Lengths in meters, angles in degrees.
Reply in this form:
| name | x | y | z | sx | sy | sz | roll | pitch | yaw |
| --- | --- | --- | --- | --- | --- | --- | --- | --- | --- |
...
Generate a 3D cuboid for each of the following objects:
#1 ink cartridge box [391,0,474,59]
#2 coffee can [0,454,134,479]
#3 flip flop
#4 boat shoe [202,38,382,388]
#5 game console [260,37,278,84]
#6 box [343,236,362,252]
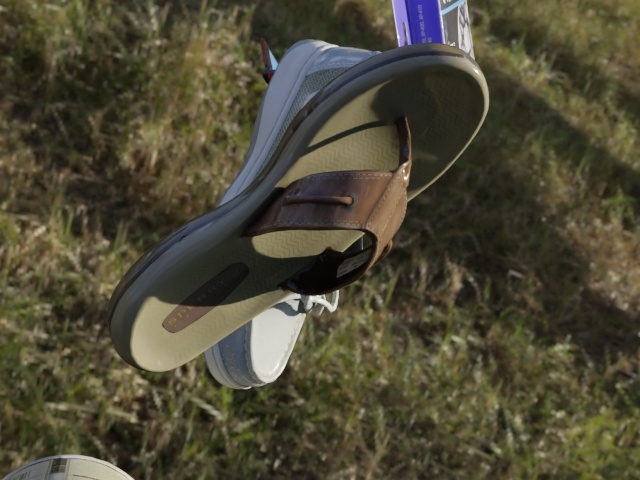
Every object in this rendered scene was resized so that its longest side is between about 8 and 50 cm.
| name | x | y | z | sx | sy | sz | roll | pitch | yaw |
| --- | --- | --- | --- | --- | --- | --- | --- | --- | --- |
| ink cartridge box | 0.136 | -0.244 | 1.208 | 0.045 | 0.206 | 0.208 | -3 | 19 | 22 |
| coffee can | -0.230 | 0.310 | 0.911 | 0.201 | 0.201 | 0.275 | 14 | -6 | -11 |
| flip flop | -0.006 | -0.006 | 0.615 | 0.080 | 0.277 | 0.112 | 52 | 0 | 43 |
| boat shoe | -0.016 | -0.022 | 0.895 | 0.103 | 0.320 | 0.118 | 12 | -13 | 32 |
| game console | -0.023 | -0.225 | 1.517 | 0.124 | 0.144 | 0.085 | 3 | 57 | 31 |
| box | 0.000 | 0.000 | 1.082 | 0.083 | 0.052 | 0.062 | -3 | 20 | -4 |
